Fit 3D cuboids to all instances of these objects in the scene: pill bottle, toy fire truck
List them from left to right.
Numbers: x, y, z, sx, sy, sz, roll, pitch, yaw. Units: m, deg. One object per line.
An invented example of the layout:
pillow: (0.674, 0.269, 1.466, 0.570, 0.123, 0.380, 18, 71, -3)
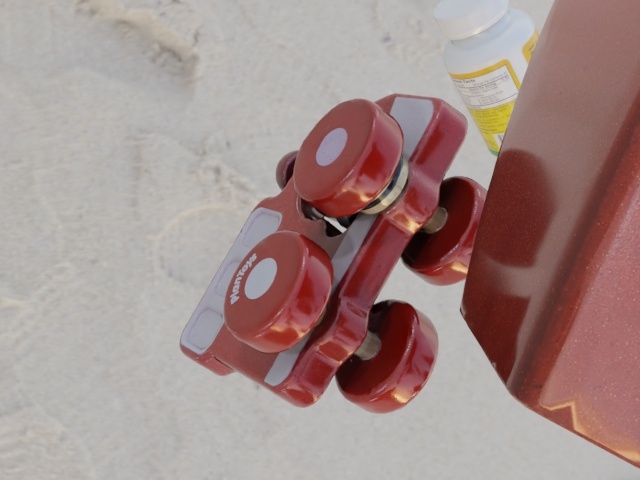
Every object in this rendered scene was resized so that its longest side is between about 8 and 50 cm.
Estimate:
toy fire truck: (0.000, 0.000, 1.032, 0.169, 0.254, 0.302, 33, 81, -33)
pill bottle: (0.219, -0.204, 1.377, 0.117, 0.117, 0.208, -51, 121, -32)

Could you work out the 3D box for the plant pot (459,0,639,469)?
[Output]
plant pot: (0.227, 0.008, 0.675, 0.267, 0.267, 0.236, 29, 99, -9)
